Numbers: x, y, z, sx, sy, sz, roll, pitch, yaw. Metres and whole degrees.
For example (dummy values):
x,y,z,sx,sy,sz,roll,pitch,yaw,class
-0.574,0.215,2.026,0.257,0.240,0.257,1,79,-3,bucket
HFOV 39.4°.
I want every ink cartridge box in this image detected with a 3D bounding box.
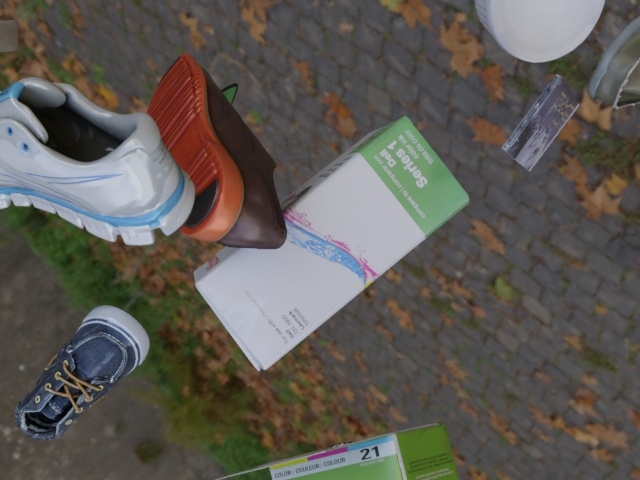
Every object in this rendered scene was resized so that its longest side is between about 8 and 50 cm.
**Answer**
x,y,z,sx,sy,sz,roll,pitch,yaw,class
0.016,0.285,1.028,0.189,0.255,0.097,-22,75,33,ink cartridge box
0.000,0.000,0.985,0.117,0.278,0.201,52,174,-6,ink cartridge box

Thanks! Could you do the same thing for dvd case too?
x,y,z,sx,sy,sz,roll,pitch,yaw,class
0.421,-0.217,1.694,0.018,0.164,0.221,39,-169,22,dvd case

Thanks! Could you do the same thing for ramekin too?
x,y,z,sx,sy,sz,roll,pitch,yaw,class
0.444,-0.517,1.850,0.272,0.273,0.127,59,179,-32,ramekin

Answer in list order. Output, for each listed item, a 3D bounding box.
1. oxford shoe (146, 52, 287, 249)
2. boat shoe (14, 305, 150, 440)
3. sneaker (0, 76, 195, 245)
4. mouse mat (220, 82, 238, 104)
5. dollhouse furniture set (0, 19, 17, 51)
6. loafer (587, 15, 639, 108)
x,y,z,sx,sy,sz,roll,pitch,yaw,class
-0.105,-0.085,0.877,0.098,0.097,0.271,23,-148,-37,oxford shoe
-0.217,0.127,0.808,0.065,0.083,0.183,39,140,-9,boat shoe
-0.162,-0.056,0.466,0.191,0.071,0.083,7,147,8,sneaker
-0.177,-0.105,1.085,0.007,0.190,0.152,40,139,9,mouse mat
-0.529,-0.282,1.228,0.262,0.135,0.259,13,108,23,dollhouse furniture set
0.391,-0.191,0.942,0.087,0.251,0.094,53,151,31,loafer
